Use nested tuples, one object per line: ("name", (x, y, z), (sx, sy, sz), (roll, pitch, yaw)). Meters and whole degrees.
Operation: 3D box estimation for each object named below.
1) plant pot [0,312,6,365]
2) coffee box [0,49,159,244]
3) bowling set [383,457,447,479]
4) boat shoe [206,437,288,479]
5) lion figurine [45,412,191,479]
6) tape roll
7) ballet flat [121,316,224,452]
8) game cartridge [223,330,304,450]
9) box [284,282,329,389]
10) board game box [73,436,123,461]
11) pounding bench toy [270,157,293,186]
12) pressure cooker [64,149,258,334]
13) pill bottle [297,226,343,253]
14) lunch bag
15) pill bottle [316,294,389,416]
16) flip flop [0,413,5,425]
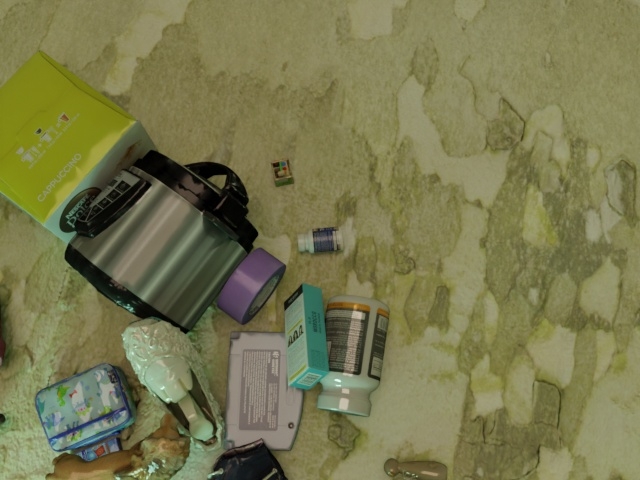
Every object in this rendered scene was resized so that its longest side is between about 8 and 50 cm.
("plant pot", (-0.893, 0.218, 1.711), (0.201, 0.201, 0.180), (-3, 58, 0))
("coffee box", (-0.656, -0.207, 1.751), (0.338, 0.334, 0.337), (36, 77, 11))
("bowling set", (0.213, 0.659, 1.565), (0.154, 0.287, 0.199), (3, 107, 8))
("boat shoe", (-0.246, 0.593, 1.596), (0.341, 0.127, 0.158), (-22, 96, -15))
("lion figurine", (-0.474, 0.515, 1.537), (0.392, 0.240, 0.142), (-20, 81, -5))
("tape roll", (-0.173, 0.116, 1.722), (0.080, 0.189, 0.189), (34, 77, 8))
("ballet flat", (-0.313, 0.344, 1.558), (0.147, 0.408, 0.147), (-13, 39, 11))
("game cartridge", (-0.139, 0.378, 1.715), (0.196, 0.060, 0.294), (0, 73, 5))
("box", (-0.037, 0.235, 1.680), (0.060, 0.100, 0.244), (19, 45, -26))
("board game box", (-0.532, 0.603, 1.660), (0.136, 0.035, 0.201), (-20, 74, -5))
("pounding bench toy", (-0.107, -0.196, 1.870), (0.052, 0.083, 0.065), (-12, 74, -3))
("pressure cooker", (-0.363, -0.019, 1.672), (0.370, 0.375, 0.420), (35, 81, 13))
("pill bottle", (0.000, 0.000, 1.818), (0.120, 0.067, 0.067), (-5, 73, -1))
("lunch bag", (-0.580, 0.418, 1.691), (0.219, 0.090, 0.176), (-21, 77, -4))
("pill bottle", (0.076, 0.285, 1.681), (0.162, 0.162, 0.278), (9, 74, 4))
("flip flop", (-0.885, 0.527, 1.661), (0.277, 0.112, 0.080), (-42, 103, -13))
